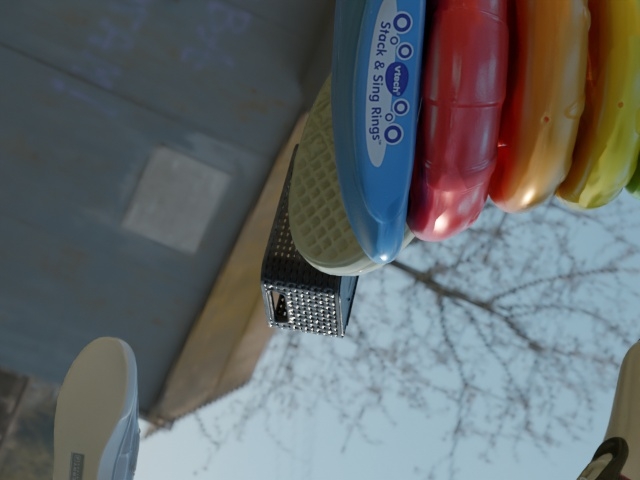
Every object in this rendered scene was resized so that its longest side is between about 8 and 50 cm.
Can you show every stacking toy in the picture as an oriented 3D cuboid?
[{"bbox_3d":[0.158,-0.076,0.601,0.166,0.302,0.175,-93,-173,-75],"label":"stacking toy"}]

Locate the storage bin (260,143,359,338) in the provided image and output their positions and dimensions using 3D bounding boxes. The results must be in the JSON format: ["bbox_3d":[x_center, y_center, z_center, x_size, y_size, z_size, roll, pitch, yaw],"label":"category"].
[{"bbox_3d":[0.000,0.000,1.338,0.122,0.084,0.180,84,17,-56],"label":"storage bin"}]

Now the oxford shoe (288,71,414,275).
[{"bbox_3d":[0.115,-0.158,1.103,0.449,0.169,0.130,-65,146,-18],"label":"oxford shoe"}]

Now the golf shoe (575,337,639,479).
[{"bbox_3d":[0.202,0.184,0.837,0.105,0.120,0.272,124,-24,-67],"label":"golf shoe"}]

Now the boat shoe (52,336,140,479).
[{"bbox_3d":[-0.176,0.170,1.036,0.063,0.066,0.184,8,86,-66],"label":"boat shoe"}]
